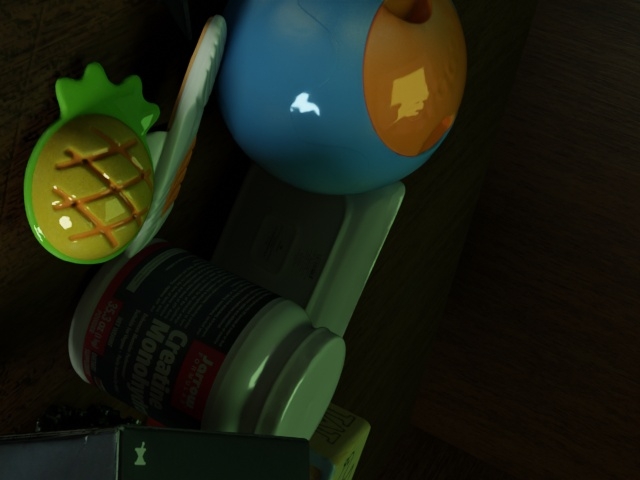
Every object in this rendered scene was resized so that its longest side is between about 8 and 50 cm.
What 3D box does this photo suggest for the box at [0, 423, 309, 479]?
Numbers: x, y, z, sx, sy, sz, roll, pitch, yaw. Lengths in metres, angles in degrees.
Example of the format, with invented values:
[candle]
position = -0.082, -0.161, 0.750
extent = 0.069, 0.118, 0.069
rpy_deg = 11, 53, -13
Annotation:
[box]
position = -0.202, 0.268, 0.800
extent = 0.296, 0.294, 0.182
rpy_deg = 25, 58, -58

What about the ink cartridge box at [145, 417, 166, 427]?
[ink cartridge box]
position = -0.214, 0.377, 1.294
extent = 0.078, 0.134, 0.231
rpy_deg = 37, 69, -76

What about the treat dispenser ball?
[treat dispenser ball]
position = 0.021, -0.195, 1.006
extent = 0.288, 0.288, 0.288
rpy_deg = -54, 159, -32

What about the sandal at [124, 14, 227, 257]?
[sandal]
position = -0.170, -0.114, 0.920
extent = 0.102, 0.076, 0.265
rpy_deg = -76, -173, -79

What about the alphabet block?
[alphabet block]
position = -0.039, 0.446, 1.825
extent = 0.197, 0.193, 0.192
rpy_deg = -30, 143, -61

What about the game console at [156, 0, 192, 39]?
[game console]
position = -0.125, -0.274, 0.841
extent = 0.107, 0.071, 0.122
rpy_deg = -53, 159, -33

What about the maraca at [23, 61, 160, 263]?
[maraca]
position = -0.209, -0.070, 0.827
extent = 0.127, 0.099, 0.185
rpy_deg = 13, 87, -43

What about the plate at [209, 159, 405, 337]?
[plate]
position = -0.047, 0.008, 1.157
extent = 0.045, 0.278, 0.277
rpy_deg = 19, 97, -46

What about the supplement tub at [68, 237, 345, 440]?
[supplement tub]
position = -0.129, 0.129, 1.021
extent = 0.191, 0.272, 0.191
rpy_deg = -54, 158, -33

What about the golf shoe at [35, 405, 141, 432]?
[golf shoe]
position = -0.284, 0.252, 1.066
extent = 0.093, 0.077, 0.198
rpy_deg = -64, 161, -4
